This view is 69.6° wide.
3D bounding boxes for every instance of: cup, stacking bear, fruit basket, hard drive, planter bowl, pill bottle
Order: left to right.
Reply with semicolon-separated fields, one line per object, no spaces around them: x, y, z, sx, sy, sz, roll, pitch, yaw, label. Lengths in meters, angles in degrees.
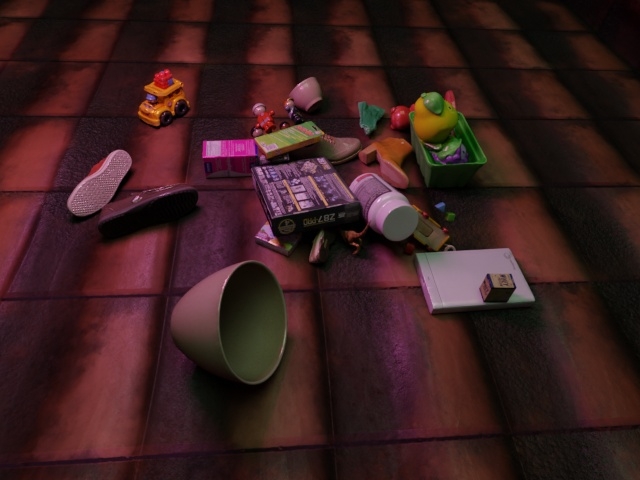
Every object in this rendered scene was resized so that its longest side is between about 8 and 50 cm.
-0.276;0.231;1.294;0.236;0.331;0.331;-7;44;25;cup
-0.056;-0.682;2.200;0.162;0.162;0.109;-33;85;-28;planter bowl
0.219;-0.120;1.642;0.161;0.161;0.283;-12;32;-15;pill bottle
0.472;-0.581;2.147;0.288;0.175;0.164;-4;41;5;stacking bear
0.501;-0.444;1.883;0.282;0.392;0.392;-3;49;-7;fruit basket
0.522;0.134;1.587;0.352;0.047;0.233;-3;49;-7;hard drive

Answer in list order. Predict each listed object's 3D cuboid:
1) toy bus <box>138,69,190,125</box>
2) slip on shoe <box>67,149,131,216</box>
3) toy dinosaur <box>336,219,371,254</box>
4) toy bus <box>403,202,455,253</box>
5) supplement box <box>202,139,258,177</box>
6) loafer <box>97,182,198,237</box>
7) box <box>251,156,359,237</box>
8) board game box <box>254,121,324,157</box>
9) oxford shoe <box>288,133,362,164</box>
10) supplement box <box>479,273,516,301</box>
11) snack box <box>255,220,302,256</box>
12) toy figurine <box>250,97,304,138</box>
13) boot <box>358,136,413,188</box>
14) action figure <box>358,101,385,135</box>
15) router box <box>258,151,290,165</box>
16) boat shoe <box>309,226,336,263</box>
-0.718;-0.653;2.073;0.149;0.211;0.220;29;54;18;toy bus
-0.848;-0.216;1.759;0.101;0.123;0.331;-7;46;33;slip on shoe
0.118;-0.013;1.629;0.064;0.112;0.211;-42;24;-25;toy dinosaur
0.385;-0.041;1.686;0.190;0.202;0.104;-7;19;-2;toy bus
-0.365;-0.336;1.886;0.219;0.111;0.114;-3;49;-6;supplement box
-0.632;-0.138;1.676;0.365;0.134;0.130;-20;54;-21;loafer
-0.068;-0.180;1.731;0.318;0.097;0.395;-13;37;-13;box
-0.123;-0.411;1.858;0.259;0.039;0.124;-24;48;-16;board game box
0.021;-0.401;1.960;0.348;0.130;0.123;-13;51;-15;oxford shoe
0.572;0.153;1.487;0.083;0.083;0.056;0;49;-4;supplement box
-0.151;-0.010;1.666;0.141;0.037;0.100;22;49;15;snack box
-0.188;-0.491;1.968;0.209;0.213;0.148;-21;65;-21;toy figurine
0.328;-0.347;1.956;0.211;0.104;0.295;-30;53;-26;boot
0.229;-0.564;2.164;0.137;0.064;0.232;11;45;2;action figure
-0.184;-0.329;1.872;0.122;0.092;0.038;-10;93;3;router box
0.000;0.000;1.649;0.072;0.068;0.190;-16;39;40;boat shoe
